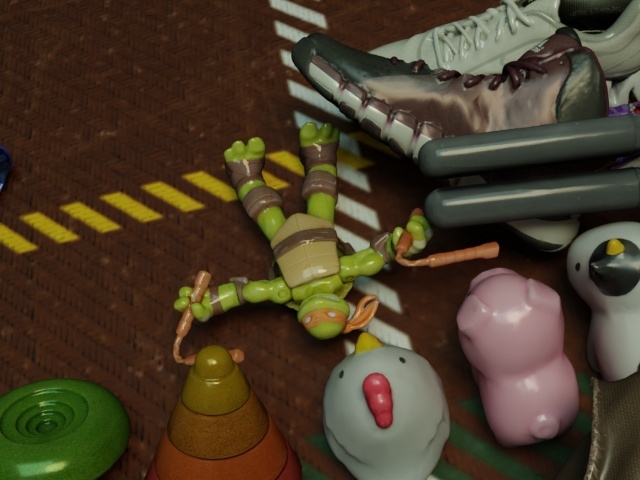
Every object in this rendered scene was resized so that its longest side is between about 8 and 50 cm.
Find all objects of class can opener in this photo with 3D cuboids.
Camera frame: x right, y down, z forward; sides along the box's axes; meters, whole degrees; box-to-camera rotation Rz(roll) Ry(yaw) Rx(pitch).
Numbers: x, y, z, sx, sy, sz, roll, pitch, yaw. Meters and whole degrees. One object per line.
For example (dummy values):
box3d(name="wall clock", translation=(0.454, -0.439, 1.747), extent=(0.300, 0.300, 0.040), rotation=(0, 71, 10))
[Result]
box3d(name="can opener", translation=(0.215, -0.056, 0.575), extent=(0.284, 0.095, 0.076), rotation=(-7, 93, 3))

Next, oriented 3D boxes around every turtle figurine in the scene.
box3d(name="turtle figurine", translation=(0.000, 0.000, 0.688), extent=(0.270, 0.087, 0.217), rotation=(-21, 53, 9))

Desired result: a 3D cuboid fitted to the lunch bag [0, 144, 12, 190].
box3d(name="lunch bag", translation=(-0.455, -0.027, 0.779), extent=(0.221, 0.138, 0.293), rotation=(16, 54, 19))

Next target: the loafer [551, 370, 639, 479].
box3d(name="loafer", translation=(0.126, 0.241, 0.484), extent=(0.130, 0.134, 0.365), rotation=(16, 78, 25))

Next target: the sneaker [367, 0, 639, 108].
box3d(name="sneaker", translation=(0.161, -0.175, 0.736), extent=(0.292, 0.118, 0.110), rotation=(-9, 63, 7))

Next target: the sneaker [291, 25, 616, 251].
box3d(name="sneaker", translation=(0.126, -0.128, 0.675), extent=(0.281, 0.106, 0.162), rotation=(35, 99, 2))

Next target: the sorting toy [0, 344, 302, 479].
box3d(name="sorting toy", translation=(-0.192, 0.113, 0.615), extent=(0.366, 0.126, 0.127), rotation=(8, 29, 14))

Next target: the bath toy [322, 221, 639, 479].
box3d(name="bath toy", translation=(0.163, 0.076, 0.595), extent=(0.348, 0.129, 0.151), rotation=(-18, 61, 1))

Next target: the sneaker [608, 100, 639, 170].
box3d(name="sneaker", translation=(0.279, -0.105, 0.702), extent=(0.170, 0.071, 0.068), rotation=(-14, 61, 3))
